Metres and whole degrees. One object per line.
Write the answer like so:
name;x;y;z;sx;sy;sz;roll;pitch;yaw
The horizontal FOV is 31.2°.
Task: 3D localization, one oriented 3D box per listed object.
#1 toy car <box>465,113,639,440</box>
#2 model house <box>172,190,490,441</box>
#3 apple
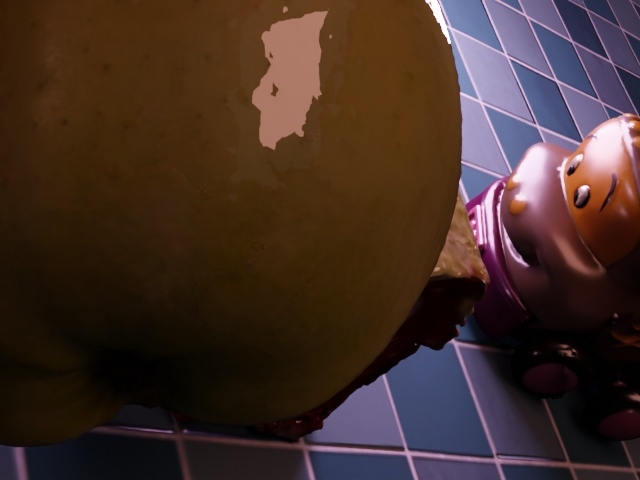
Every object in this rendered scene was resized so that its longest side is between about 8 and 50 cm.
toy car;0.317;0.026;1.187;0.340;0.240;0.271;29;41;-27
model house;0.000;0.000;0.813;0.160;0.254;0.196;9;51;-42
apple;-0.097;-0.063;0.691;0.311;0.320;0.360;26;51;-38
